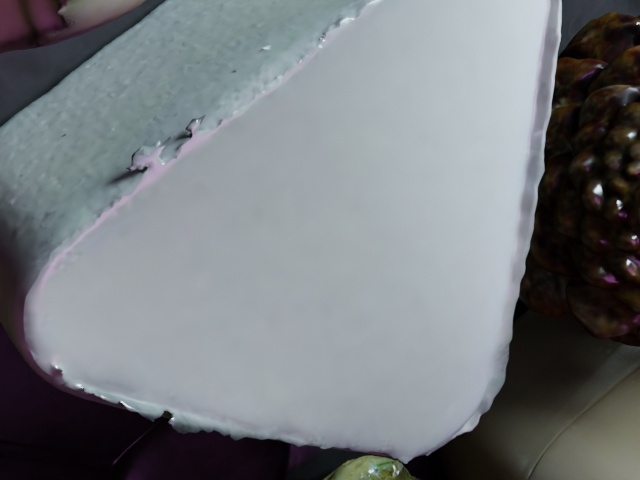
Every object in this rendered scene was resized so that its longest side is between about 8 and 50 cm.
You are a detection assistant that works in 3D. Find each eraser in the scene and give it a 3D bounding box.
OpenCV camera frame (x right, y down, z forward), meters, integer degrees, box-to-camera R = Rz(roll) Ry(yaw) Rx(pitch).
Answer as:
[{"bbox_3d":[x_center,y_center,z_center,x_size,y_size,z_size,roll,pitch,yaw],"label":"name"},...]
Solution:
[{"bbox_3d":[0.000,0.000,0.545,0.331,0.150,0.331,-16,120,-29],"label":"eraser"}]

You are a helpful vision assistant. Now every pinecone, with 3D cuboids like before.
[{"bbox_3d":[0.253,-0.045,0.662,0.309,0.244,0.244,-9,121,-53],"label":"pinecone"}]

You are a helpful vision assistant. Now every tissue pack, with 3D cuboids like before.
[{"bbox_3d":[0.275,0.246,0.804,0.267,0.277,0.387,-34,131,-21],"label":"tissue pack"}]

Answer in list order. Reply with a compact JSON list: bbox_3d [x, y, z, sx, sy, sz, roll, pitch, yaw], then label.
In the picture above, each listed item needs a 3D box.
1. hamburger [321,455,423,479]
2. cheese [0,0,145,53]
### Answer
[{"bbox_3d":[0.048,0.252,0.740,0.184,0.131,0.159,7,101,-46],"label":"hamburger"},{"bbox_3d":[-0.197,-0.086,0.351,0.286,0.163,0.082,-23,112,-6],"label":"cheese"}]
